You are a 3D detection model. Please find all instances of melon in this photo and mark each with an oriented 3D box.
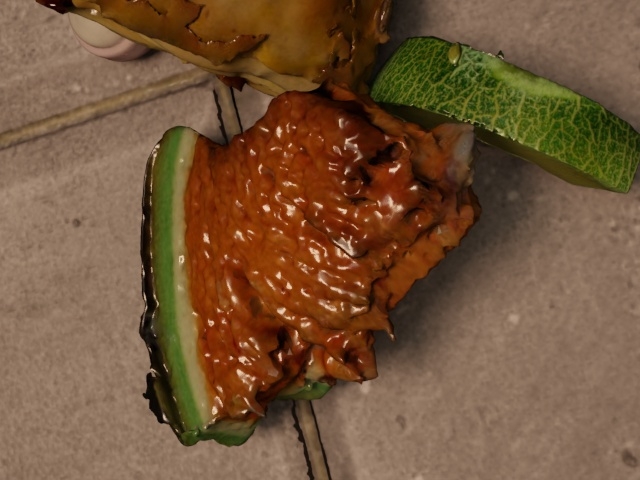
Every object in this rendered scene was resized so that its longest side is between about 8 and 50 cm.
[{"bbox_3d":[0.131,-0.094,0.645,0.209,0.118,0.064,25,88,8],"label":"melon"}]

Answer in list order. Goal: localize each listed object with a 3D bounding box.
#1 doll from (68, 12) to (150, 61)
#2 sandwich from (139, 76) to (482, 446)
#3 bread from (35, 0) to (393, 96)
[{"bbox_3d":[-0.232,-0.263,0.743,0.365,0.094,0.160,28,97,13],"label":"doll"},{"bbox_3d":[0.000,0.000,0.644,0.301,0.162,0.251,-28,66,40],"label":"sandwich"},{"bbox_3d":[-0.039,-0.277,0.611,0.277,0.167,0.325,18,88,-24],"label":"bread"}]
